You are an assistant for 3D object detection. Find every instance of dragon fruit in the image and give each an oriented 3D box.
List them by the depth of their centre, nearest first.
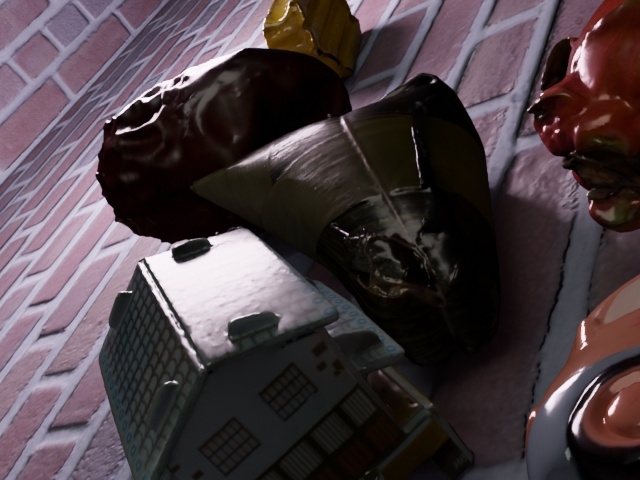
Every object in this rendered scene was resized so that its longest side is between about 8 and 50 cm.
[{"bbox_3d":[0.267,-0.098,0.574,0.227,0.224,0.224,-38,25,17],"label":"dragon fruit"}]

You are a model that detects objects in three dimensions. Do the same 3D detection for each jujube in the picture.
[{"bbox_3d":[-0.126,-0.109,1.086,0.376,0.258,0.258,-22,30,45],"label":"jujube"}]

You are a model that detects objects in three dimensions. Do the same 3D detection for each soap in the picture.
[{"bbox_3d":[-0.011,-0.337,1.396,0.080,0.160,0.258,-28,27,26],"label":"soap"}]

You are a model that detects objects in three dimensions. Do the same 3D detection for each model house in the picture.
[{"bbox_3d":[-0.045,0.117,0.642,0.198,0.215,0.224,-40,26,-5],"label":"model house"}]

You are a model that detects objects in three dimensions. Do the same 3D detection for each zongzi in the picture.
[{"bbox_3d":[0.000,0.000,0.791,0.317,0.154,0.289,-14,34,17],"label":"zongzi"}]

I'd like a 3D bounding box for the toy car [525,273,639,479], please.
[{"bbox_3d":[0.233,0.077,0.400,0.270,0.181,0.212,-27,18,22],"label":"toy car"}]
